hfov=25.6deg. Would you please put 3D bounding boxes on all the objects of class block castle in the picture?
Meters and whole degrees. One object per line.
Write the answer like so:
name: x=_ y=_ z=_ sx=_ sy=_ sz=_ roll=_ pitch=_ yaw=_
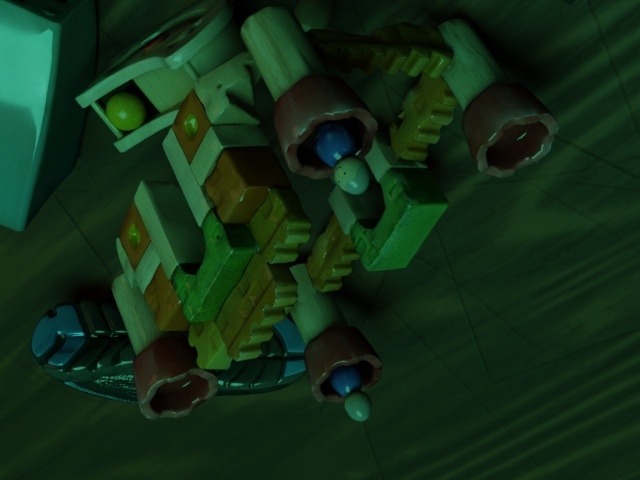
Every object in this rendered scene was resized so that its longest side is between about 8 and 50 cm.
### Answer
block castle: x=0.000 y=0.000 z=1.388 sx=0.303 sy=0.212 sz=0.453 roll=-1 pitch=140 yaw=-34

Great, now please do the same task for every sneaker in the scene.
sneaker: x=-0.172 y=0.135 z=1.714 sx=0.341 sy=0.125 sz=0.139 roll=3 pitch=154 yaw=13

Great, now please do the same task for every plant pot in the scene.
plant pot: x=-0.334 y=-0.171 z=1.492 sx=0.166 sy=0.165 sz=0.234 roll=23 pitch=122 yaw=0

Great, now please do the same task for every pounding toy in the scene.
pounding toy: x=-0.106 y=-0.152 z=1.428 sx=0.270 sy=0.154 sz=0.155 roll=-25 pitch=115 yaw=32

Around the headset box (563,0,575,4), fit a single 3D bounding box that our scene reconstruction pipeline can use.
headset box: x=0.232 y=-0.376 z=1.168 sx=0.218 sy=0.110 sz=0.293 roll=36 pitch=130 yaw=-14
